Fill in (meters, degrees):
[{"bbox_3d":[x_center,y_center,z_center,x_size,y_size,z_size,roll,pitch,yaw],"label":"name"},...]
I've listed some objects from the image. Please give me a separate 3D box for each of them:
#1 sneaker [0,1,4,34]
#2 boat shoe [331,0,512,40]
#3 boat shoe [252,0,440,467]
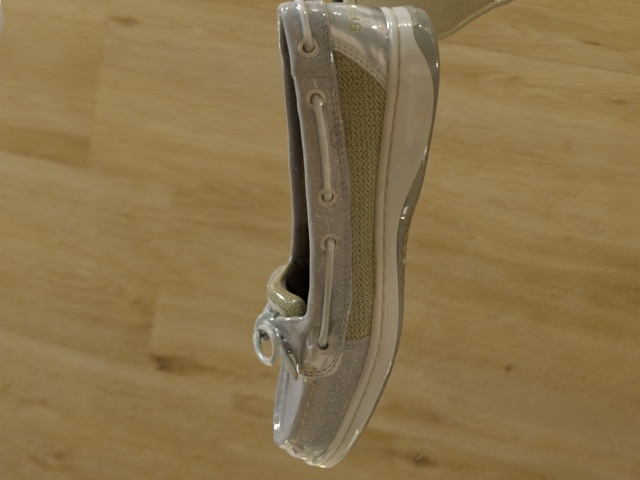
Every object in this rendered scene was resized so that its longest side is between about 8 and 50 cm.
[{"bbox_3d":[-0.359,-0.136,1.097,0.258,0.094,0.091,-7,-47,-5],"label":"sneaker"},{"bbox_3d":[0.080,-0.201,1.115,0.079,0.233,0.084,18,-61,36],"label":"boat shoe"},{"bbox_3d":[0.001,0.000,0.972,0.103,0.118,0.320,5,-65,-12],"label":"boat shoe"}]
